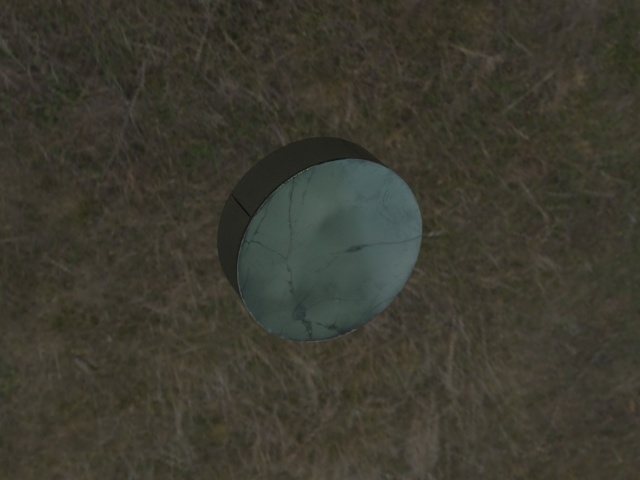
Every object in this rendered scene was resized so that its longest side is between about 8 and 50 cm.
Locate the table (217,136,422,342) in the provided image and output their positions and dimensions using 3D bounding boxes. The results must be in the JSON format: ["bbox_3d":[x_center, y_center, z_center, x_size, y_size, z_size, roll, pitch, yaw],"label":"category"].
[{"bbox_3d":[0.000,0.000,0.659,0.133,0.043,0.134,-12,121,-21],"label":"table"}]
